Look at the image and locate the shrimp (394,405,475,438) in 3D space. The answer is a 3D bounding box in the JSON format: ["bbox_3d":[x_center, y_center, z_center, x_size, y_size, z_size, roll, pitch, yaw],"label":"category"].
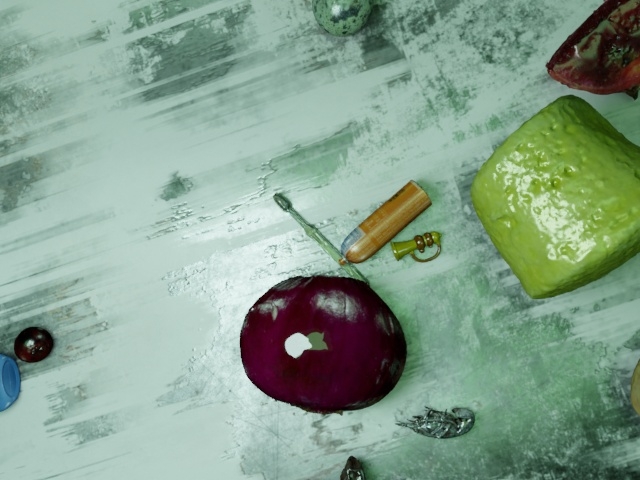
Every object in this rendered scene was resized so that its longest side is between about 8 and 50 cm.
[{"bbox_3d":[0.234,0.374,1.277,0.165,0.056,0.065,3,100,-3],"label":"shrimp"}]

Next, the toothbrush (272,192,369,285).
[{"bbox_3d":[0.001,0.001,1.357,0.294,0.028,0.026,44,91,3],"label":"toothbrush"}]

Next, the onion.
[{"bbox_3d":[0.005,0.197,1.223,0.337,0.260,0.281,15,81,8],"label":"onion"}]

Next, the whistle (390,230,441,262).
[{"bbox_3d":[0.209,0.016,1.324,0.109,0.046,0.057,-14,68,-2],"label":"whistle"}]

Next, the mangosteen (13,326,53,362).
[{"bbox_3d":[-0.634,0.228,1.373,0.081,0.081,0.080,-1,84,6],"label":"mangosteen"}]

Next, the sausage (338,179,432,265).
[{"bbox_3d":[0.128,-0.029,1.322,0.234,0.071,0.071,-40,82,0],"label":"sausage"}]

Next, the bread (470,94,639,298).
[{"bbox_3d":[0.463,-0.080,1.158,0.348,0.348,0.307,-37,79,1],"label":"bread"}]

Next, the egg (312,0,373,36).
[{"bbox_3d":[0.050,-0.527,1.352,0.132,0.132,0.172,9,75,7],"label":"egg"}]

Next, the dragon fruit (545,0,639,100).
[{"bbox_3d":[0.616,-0.384,1.290,0.262,0.134,0.211,-41,93,16],"label":"dragon fruit"}]

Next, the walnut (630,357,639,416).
[{"bbox_3d":[0.701,0.270,1.174,0.198,0.198,0.245,40,99,8],"label":"walnut"}]

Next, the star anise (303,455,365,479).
[{"bbox_3d":[0.087,0.547,1.254,0.220,0.099,0.214,-14,92,4],"label":"star anise"}]

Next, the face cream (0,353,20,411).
[{"bbox_3d":[-0.807,0.327,1.376,0.264,0.083,0.149,-12,80,5],"label":"face cream"}]
